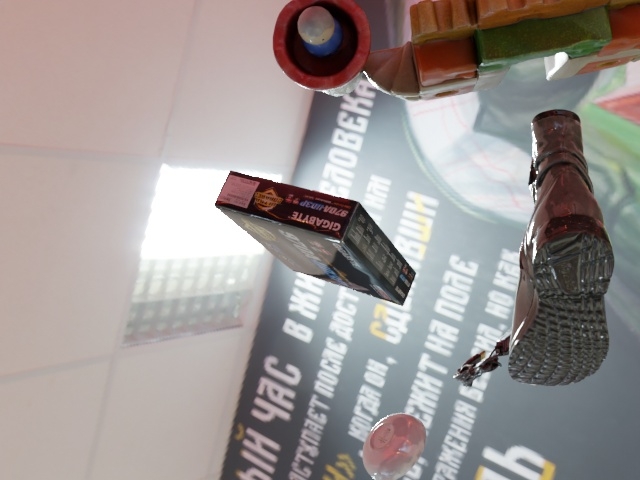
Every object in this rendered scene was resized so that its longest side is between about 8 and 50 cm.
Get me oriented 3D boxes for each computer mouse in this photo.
[{"bbox_3d":[0.379,0.206,1.564,0.262,0.060,0.184,-36,-7,-28],"label":"computer mouse"}]

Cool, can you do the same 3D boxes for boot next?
[{"bbox_3d":[0.218,0.013,0.731,0.246,0.083,0.161,83,-168,-48],"label":"boot"}]

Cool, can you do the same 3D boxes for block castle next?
[{"bbox_3d":[0.166,-0.300,0.698,0.213,0.453,0.303,-20,-79,-83],"label":"block castle"}]

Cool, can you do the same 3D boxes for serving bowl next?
[{"bbox_3d":[0.077,0.226,0.889,0.027,0.083,0.083,45,-114,-24],"label":"serving bowl"}]

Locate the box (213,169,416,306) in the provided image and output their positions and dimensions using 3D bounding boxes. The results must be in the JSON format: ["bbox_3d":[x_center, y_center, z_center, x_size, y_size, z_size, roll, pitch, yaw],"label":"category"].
[{"bbox_3d":[0.000,0.000,0.953,0.051,0.175,0.220,-67,-30,-13],"label":"box"}]
